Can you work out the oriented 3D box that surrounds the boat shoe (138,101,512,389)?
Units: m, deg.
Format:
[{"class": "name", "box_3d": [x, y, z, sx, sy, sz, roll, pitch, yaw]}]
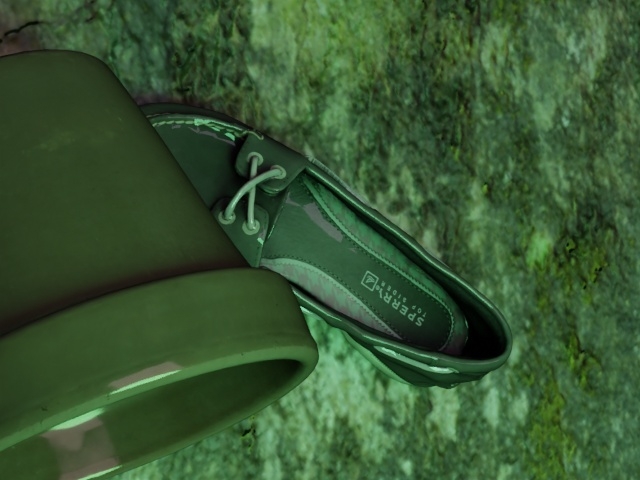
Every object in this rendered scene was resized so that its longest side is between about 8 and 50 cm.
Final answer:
[{"class": "boat shoe", "box_3d": [0.000, 0.000, 1.125, 0.335, 0.095, 0.112, 34, 69, -24]}]

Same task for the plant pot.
[{"class": "plant pot", "box_3d": [-0.161, 0.019, 0.964, 0.263, 0.263, 0.229, -14, 73, -31]}]
